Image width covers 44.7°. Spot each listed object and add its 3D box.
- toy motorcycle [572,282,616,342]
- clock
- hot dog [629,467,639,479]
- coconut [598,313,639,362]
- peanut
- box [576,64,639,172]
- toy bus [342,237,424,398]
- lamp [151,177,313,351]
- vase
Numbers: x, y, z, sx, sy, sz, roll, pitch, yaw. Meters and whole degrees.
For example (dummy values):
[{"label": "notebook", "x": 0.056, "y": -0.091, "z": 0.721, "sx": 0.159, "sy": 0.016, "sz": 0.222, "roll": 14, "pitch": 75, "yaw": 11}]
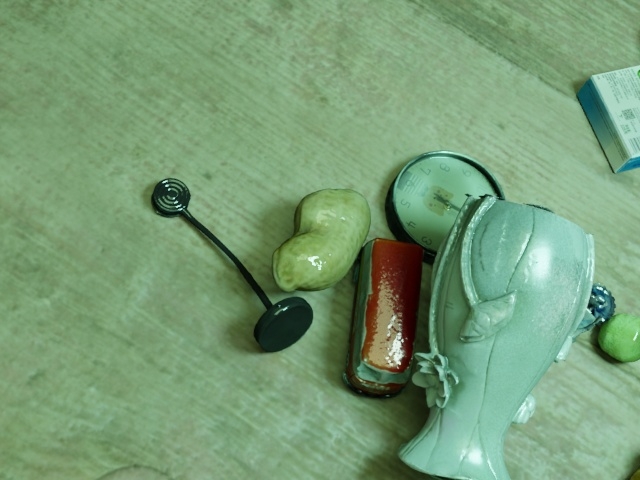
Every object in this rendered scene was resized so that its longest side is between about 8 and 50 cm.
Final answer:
[{"label": "toy motorcycle", "x": 0.379, "y": 0.102, "z": 1.372, "sx": 0.239, "sy": 0.108, "sz": 0.204, "roll": -28, "pitch": 83, "yaw": -28}, {"label": "clock", "x": 0.234, "y": -0.062, "z": 1.447, "sx": 0.226, "sy": 0.049, "sz": 0.226, "roll": 3, "pitch": 68, "yaw": -6}, {"label": "hot dog", "x": 0.648, "y": 0.417, "z": 1.272, "sx": 0.257, "sy": 0.150, "sz": 0.153, "roll": 27, "pitch": 77, "yaw": 3}, {"label": "coconut", "x": 0.546, "y": 0.174, "z": 1.382, "sx": 0.096, "sy": 0.088, "sz": 0.088, "roll": 26, "pitch": 63, "yaw": 34}, {"label": "peanut", "x": 0.000, "y": 0.000, "z": 1.321, "sx": 0.137, "sy": 0.122, "sz": 0.253, "roll": 44, "pitch": 47, "yaw": -19}, {"label": "box", "x": 0.626, "y": -0.247, "z": 1.565, "sx": 0.139, "sy": 0.073, "sz": 0.194, "roll": -13, "pitch": 71, "yaw": -14}, {"label": "toy bus", "x": 0.110, "y": 0.126, "z": 1.314, "sx": 0.121, "sy": 0.120, "sz": 0.265, "roll": 11, "pitch": 68, "yaw": -5}, {"label": "lamp", "x": -0.152, "y": 0.017, "z": 1.325, "sx": 0.130, "sy": 0.108, "sz": 0.371, "roll": -28, "pitch": 74, "yaw": -22}, {"label": "vase", "x": 0.266, "y": 0.167, "z": 1.218, "sx": 0.250, "sy": 0.250, "sz": 0.445, "roll": 17, "pitch": 87, "yaw": -2}]
